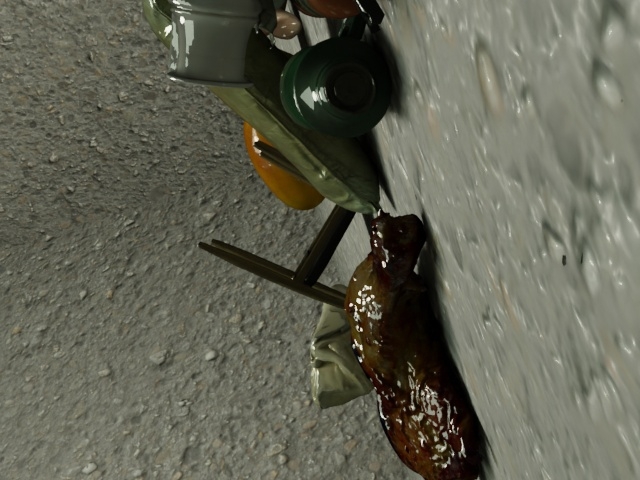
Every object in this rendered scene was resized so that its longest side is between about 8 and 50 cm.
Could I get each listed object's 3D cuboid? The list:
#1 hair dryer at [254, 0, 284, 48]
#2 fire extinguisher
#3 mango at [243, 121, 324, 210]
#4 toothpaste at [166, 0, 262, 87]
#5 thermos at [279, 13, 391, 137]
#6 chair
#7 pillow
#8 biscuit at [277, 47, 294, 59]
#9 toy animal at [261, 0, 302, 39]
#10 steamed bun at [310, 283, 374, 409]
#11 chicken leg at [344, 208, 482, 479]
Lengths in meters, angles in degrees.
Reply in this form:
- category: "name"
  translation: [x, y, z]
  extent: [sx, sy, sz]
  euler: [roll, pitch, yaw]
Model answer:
- category: "hair dryer"
  translation: [-0.063, -0.259, 0.658]
  extent: [0.357, 0.107, 0.173]
  euler: [-106, -3, -49]
- category: "fire extinguisher"
  translation: [0.009, -0.158, 0.498]
  extent: [0.062, 0.050, 0.177]
  euler: [58, -176, -17]
- category: "mango"
  translation: [-0.053, -0.154, 1.493]
  extent: [0.176, 0.139, 0.255]
  euler: [-91, -20, -49]
- category: "toothpaste"
  translation: [-0.053, -0.229, 0.490]
  extent: [0.096, 0.061, 0.266]
  euler: [-115, 33, -73]
- category: "thermos"
  translation: [0.014, -0.117, 0.606]
  extent: [0.073, 0.083, 0.188]
  euler: [50, -178, -13]
- category: "chair"
  translation: [0.000, 0.000, 1.091]
  extent: [0.272, 0.166, 0.188]
  euler: [30, 180, -3]
- category: "pillow"
  translation: [-0.057, -0.151, 0.796]
  extent: [0.302, 0.075, 0.185]
  euler: [43, -168, -20]
- category: "biscuit"
  translation: [-0.076, -0.274, 1.212]
  extent: [0.016, 0.139, 0.231]
  euler: [-64, 17, 17]
- category: "toy animal"
  translation: [-0.128, -0.400, 1.135]
  extent: [0.165, 0.149, 0.248]
  euler: [-97, -14, -44]
- category: "steamed bun"
  translation: [0.063, 0.210, 1.546]
  extent: [0.211, 0.144, 0.218]
  euler: [85, -160, -49]
- category: "chicken leg"
  translation: [0.082, 0.107, 0.713]
  extent: [0.177, 0.083, 0.323]
  euler: [-138, 28, -70]
